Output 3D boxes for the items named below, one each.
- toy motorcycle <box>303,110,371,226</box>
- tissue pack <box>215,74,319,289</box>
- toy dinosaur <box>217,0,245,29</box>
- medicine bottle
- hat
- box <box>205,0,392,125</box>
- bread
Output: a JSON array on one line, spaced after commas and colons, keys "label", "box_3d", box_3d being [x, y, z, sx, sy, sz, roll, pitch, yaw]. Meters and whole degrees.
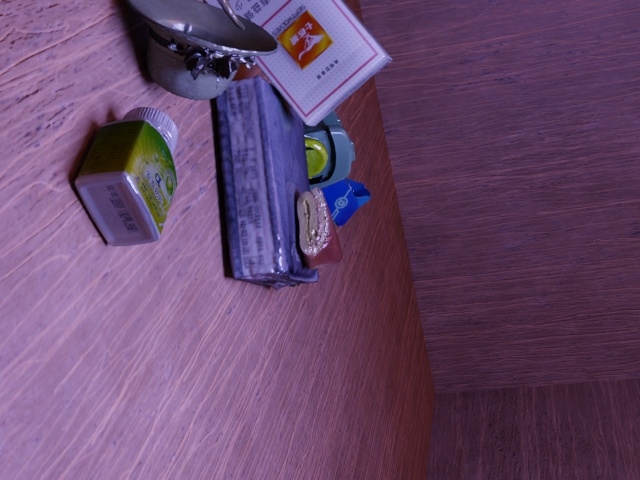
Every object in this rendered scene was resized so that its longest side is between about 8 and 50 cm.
[{"label": "toy motorcycle", "box_3d": [0.014, -0.151, 2.117, 0.191, 0.200, 0.326, -111, -171, -57]}, {"label": "tissue pack", "box_3d": [-0.106, -0.107, 1.814, 0.288, 0.124, 0.394, 23, 61, -73]}, {"label": "toy dinosaur", "box_3d": [-0.226, -0.447, 1.370, 0.251, 0.072, 0.200, 1, 97, -44]}, {"label": "medicine bottle", "box_3d": [-0.266, -0.102, 1.266, 0.188, 0.088, 0.132, -82, 158, -45]}, {"label": "hat", "box_3d": [-0.208, -0.303, 1.452, 0.257, 0.257, 0.130, -63, 174, -66]}, {"label": "box", "box_3d": [-0.045, -0.417, 1.755, 0.330, 0.210, 0.095, 51, 14, 5]}, {"label": "bread", "box_3d": [0.001, 0.000, 1.798, 0.192, 0.067, 0.119, 71, 18, -45]}]
